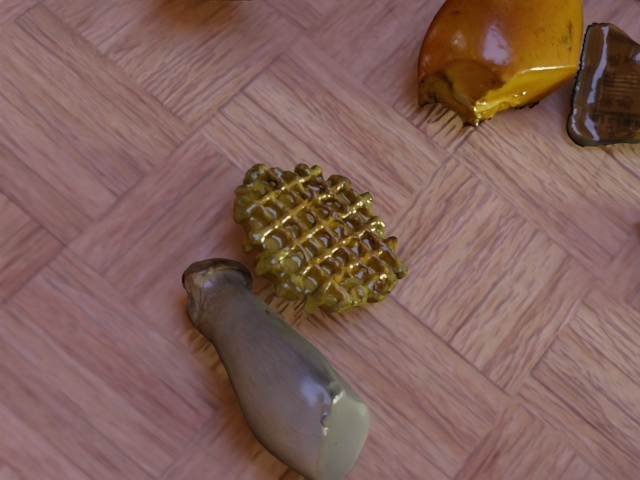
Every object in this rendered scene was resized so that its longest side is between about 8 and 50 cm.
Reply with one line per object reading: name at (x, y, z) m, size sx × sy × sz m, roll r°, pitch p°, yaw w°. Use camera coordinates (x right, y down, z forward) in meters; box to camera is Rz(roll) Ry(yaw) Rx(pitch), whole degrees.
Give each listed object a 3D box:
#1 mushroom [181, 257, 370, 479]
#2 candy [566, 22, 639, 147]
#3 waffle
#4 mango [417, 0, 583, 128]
mushroom at (-0.047, 0.112, 1.440) m, size 0.225 × 0.093 × 0.116 m, roll 42°, pitch 20°, yaw 17°
candy at (0.402, -0.158, 1.834) m, size 0.271 × 0.101 × 0.143 m, roll 7°, pitch 79°, yaw -14°
waffle at (-0.004, -0.003, 1.548) m, size 0.191 × 0.038 × 0.191 m, roll 24°, pitch 40°, yaw -22°
mango at (0.204, -0.218, 1.763) m, size 0.154 × 0.126 × 0.252 m, roll 51°, pitch 50°, yaw -2°
